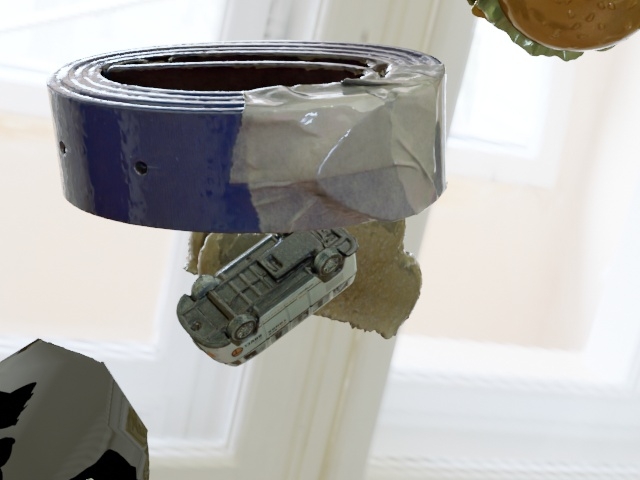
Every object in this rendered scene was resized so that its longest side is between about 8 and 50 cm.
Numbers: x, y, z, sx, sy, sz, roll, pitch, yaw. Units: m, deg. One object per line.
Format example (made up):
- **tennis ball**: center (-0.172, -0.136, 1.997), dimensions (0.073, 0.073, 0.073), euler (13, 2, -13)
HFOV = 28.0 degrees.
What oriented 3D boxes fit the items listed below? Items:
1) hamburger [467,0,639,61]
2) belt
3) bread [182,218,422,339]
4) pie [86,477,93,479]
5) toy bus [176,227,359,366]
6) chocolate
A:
- **hamburger**: center (0.294, -0.342, 1.490), dimensions (0.274, 0.274, 0.212), euler (6, 29, -24)
- **belt**: center (-0.065, -0.097, 1.106), dimensions (0.346, 0.117, 0.212), euler (2, 24, 11)
- **bread**: center (0.002, 0.004, 1.495), dimensions (0.337, 0.183, 0.102), euler (17, 11, -43)
- **pie**: center (-0.301, 0.518, 1.613), dimensions (0.180, 0.395, 0.418), euler (-2, 10, 32)
- **toy bus**: center (-0.053, 0.053, 1.318), dimensions (0.194, 0.089, 0.087), euler (-37, 57, -17)
- **chocolate**: center (-0.496, 0.391, 2.058), dimensions (0.383, 0.384, 0.331), euler (1, -18, -37)
